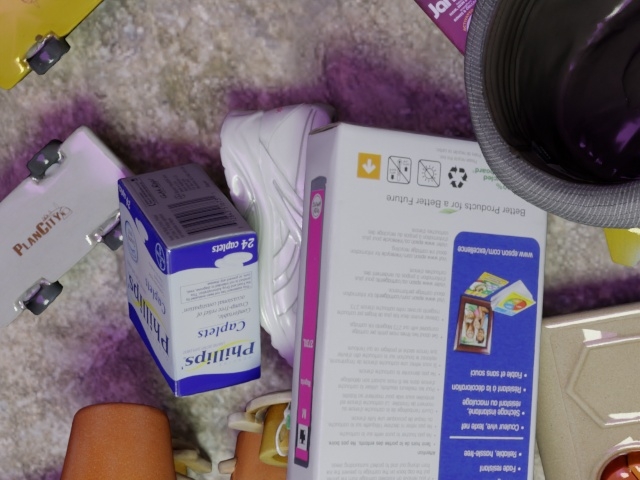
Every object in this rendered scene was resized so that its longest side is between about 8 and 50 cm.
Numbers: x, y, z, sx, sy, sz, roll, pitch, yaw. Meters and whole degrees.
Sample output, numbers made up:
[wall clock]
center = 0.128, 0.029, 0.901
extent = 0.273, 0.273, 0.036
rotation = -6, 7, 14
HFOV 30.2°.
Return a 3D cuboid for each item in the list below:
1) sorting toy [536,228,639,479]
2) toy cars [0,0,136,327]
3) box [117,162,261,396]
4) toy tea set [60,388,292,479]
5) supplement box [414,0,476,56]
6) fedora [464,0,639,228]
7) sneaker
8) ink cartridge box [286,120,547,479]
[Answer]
[sorting toy]
center = 0.262, 0.099, 0.878
extent = 0.229, 0.041, 0.307
rotation = -9, 110, 19
[toy cars]
center = -0.215, -0.116, 0.969
extent = 0.176, 0.087, 0.394
rotation = 8, 111, 2
[box]
center = -0.103, 0.030, 0.926
extent = 0.072, 0.126, 0.137
rotation = -13, 123, -21
[toy tea set]
center = -0.052, 0.200, 0.933
extent = 0.336, 0.200, 0.124
rotation = -7, 67, 15
[supplement box]
center = 0.117, -0.169, 0.877
extent = 0.055, 0.043, 0.083
rotation = -43, 89, 22
[fedora]
center = 0.228, -0.134, 0.779
extent = 0.243, 0.124, 0.275
rotation = 44, 111, 30
[sneaker]
center = 0.000, 0.000, 0.932
extent = 0.115, 0.090, 0.232
rotation = -13, 101, 15
[ink cartridge box]
center = 0.070, 0.108, 0.848
extent = 0.175, 0.069, 0.371
rotation = 5, 85, -24
